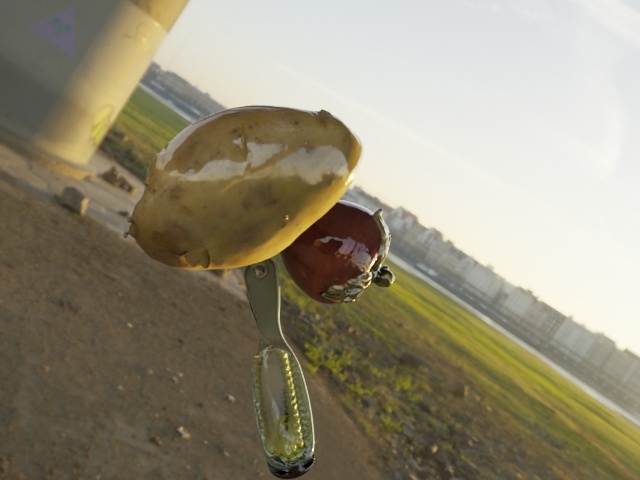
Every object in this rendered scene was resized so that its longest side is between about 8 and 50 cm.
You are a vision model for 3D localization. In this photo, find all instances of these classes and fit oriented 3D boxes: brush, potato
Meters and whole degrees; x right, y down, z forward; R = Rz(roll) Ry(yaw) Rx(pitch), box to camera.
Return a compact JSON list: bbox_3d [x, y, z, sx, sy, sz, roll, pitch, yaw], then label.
[{"bbox_3d":[-0.062,0.137,0.818,0.060,0.068,0.297,70,6,-58],"label":"brush"},{"bbox_3d":[-0.078,-0.060,0.661,0.161,0.235,0.128,46,9,-39],"label":"potato"}]

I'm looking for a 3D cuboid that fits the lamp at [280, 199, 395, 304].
[{"bbox_3d":[-0.001,0.012,0.940,0.223,0.151,0.215,12,-1,8],"label":"lamp"}]
